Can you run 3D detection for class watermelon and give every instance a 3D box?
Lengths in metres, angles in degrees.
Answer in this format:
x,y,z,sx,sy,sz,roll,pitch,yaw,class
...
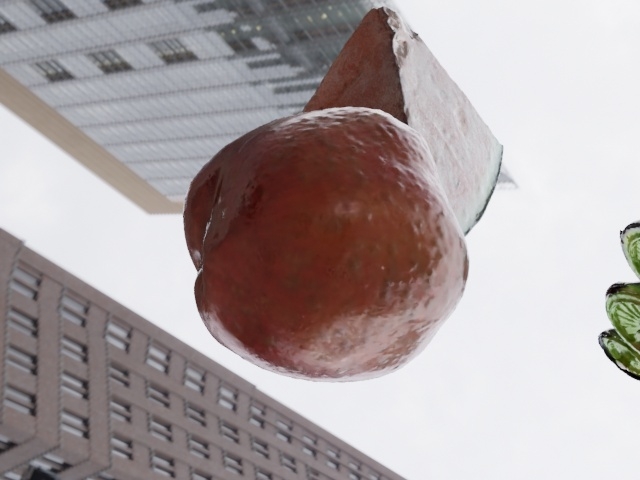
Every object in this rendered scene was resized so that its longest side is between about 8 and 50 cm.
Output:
x,y,z,sx,sy,sz,roll,pitch,yaw,class
0.100,-0.142,1.185,0.283,0.250,0.292,17,-83,22,watermelon

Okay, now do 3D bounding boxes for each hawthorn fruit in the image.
x,y,z,sx,sy,sz,roll,pitch,yaw,class
0.000,0.000,0.378,0.128,0.128,0.128,-17,-126,25,hawthorn fruit

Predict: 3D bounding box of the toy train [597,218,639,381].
x,y,z,sx,sy,sz,roll,pitch,yaw,class
0.308,0.062,0.679,0.100,0.296,0.160,-43,-119,-12,toy train
